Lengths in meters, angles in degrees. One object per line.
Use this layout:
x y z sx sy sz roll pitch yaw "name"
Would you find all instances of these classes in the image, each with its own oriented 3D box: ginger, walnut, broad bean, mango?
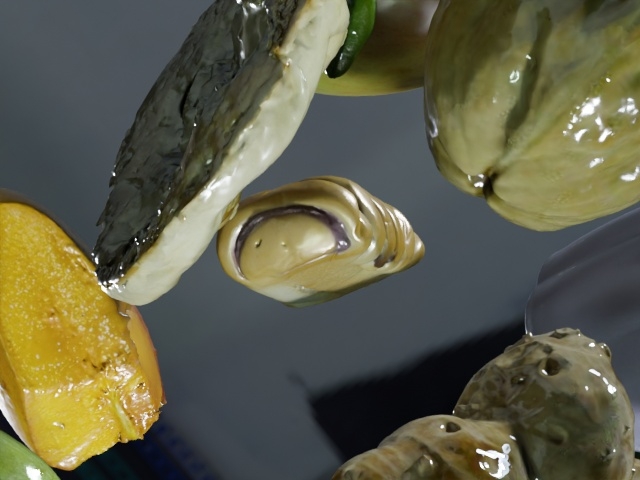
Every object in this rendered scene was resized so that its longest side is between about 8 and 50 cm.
0.157 0.221 1.695 0.375 0.256 0.176 -12 -174 -39 "ginger"
0.195 -0.141 1.403 0.283 0.227 0.283 -53 176 -5 "walnut"
0.032 -0.245 1.784 0.061 0.195 0.046 3 -173 41 "broad bean"
-0.286 0.088 2.028 0.199 0.350 0.201 -5 -141 33 "mango"

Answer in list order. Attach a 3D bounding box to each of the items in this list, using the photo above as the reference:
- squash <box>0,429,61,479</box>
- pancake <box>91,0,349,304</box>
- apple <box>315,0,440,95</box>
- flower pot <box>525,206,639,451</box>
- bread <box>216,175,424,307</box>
-0.392 0.178 1.780 0.118 0.370 0.118 -56 -174 9 "squash"
-0.050 -0.116 1.380 0.387 0.082 0.387 -55 -167 20 "pancake"
0.041 -0.312 2.024 0.305 0.339 0.338 -14 -173 -11 "apple"
0.394 0.075 2.119 0.243 0.265 0.265 -40 -174 48 "flower pot"
0.000 0.000 1.639 0.134 0.081 0.225 -21 167 12 "bread"
